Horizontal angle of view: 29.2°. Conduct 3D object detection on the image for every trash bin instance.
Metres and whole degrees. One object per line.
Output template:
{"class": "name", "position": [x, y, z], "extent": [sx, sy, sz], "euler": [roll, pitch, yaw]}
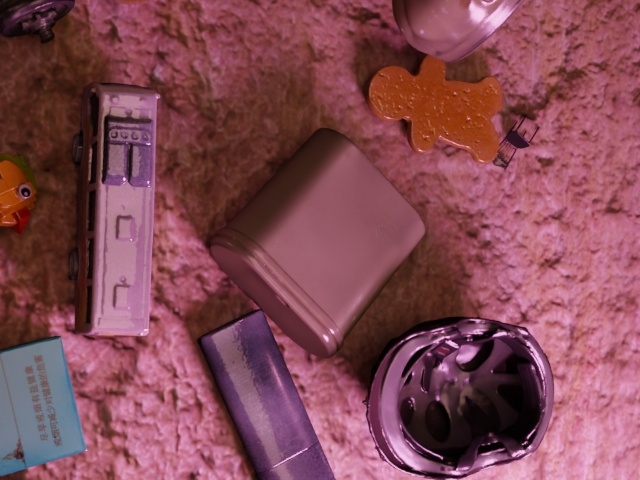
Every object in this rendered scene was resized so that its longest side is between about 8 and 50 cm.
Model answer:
{"class": "trash bin", "position": [0.000, 0.000, 1.759], "extent": [0.243, 0.121, 0.247], "euler": [45, 68, -15]}

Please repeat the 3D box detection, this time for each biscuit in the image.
{"class": "biscuit", "position": [0.174, -0.206, 1.887], "extent": [0.240, 0.035, 0.158], "euler": [14, 79, -22]}

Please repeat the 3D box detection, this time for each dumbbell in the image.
{"class": "dumbbell", "position": [-0.411, -0.379, 1.617], "extent": [0.110, 0.110, 0.255], "euler": [-25, 90, -23]}

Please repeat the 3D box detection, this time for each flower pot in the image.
{"class": "flower pot", "position": [0.183, -0.434, 1.761], "extent": [0.244, 0.307, 0.307], "euler": [36, 74, -13]}

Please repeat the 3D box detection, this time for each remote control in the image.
{"class": "remote control", "position": [-0.056, 0.289, 1.753], "extent": [0.107, 0.044, 0.378], "euler": [-25, 96, -18]}

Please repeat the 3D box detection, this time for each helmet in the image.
{"class": "helmet", "position": [0.177, 0.217, 1.786], "extent": [0.305, 0.177, 0.225], "euler": [-1, 95, -17]}

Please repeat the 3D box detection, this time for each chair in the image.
{"class": "chair", "position": [0.307, -0.155, 1.937], "extent": [0.037, 0.042, 0.086], "euler": [40, 72, -12]}

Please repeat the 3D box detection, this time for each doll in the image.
{"class": "doll", "position": [-0.454, -0.069, 1.573], "extent": [0.186, 0.106, 0.134], "euler": [5, 71, -39]}

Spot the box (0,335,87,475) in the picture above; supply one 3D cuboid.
{"class": "box", "position": [-0.433, 0.227, 1.596], "extent": [0.226, 0.042, 0.161], "euler": [-14, 91, -23]}

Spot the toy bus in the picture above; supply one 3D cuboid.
{"class": "toy bus", "position": [-0.275, -0.042, 1.630], "extent": [0.097, 0.138, 0.343], "euler": [3, 87, -20]}

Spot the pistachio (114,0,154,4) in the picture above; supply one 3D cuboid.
{"class": "pistachio", "position": [-0.208, -0.451, 1.674], "extent": [0.181, 0.162, 0.293], "euler": [32, 78, 0]}
